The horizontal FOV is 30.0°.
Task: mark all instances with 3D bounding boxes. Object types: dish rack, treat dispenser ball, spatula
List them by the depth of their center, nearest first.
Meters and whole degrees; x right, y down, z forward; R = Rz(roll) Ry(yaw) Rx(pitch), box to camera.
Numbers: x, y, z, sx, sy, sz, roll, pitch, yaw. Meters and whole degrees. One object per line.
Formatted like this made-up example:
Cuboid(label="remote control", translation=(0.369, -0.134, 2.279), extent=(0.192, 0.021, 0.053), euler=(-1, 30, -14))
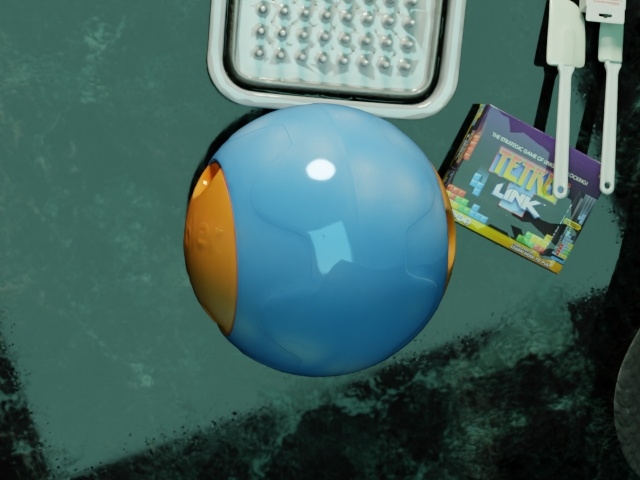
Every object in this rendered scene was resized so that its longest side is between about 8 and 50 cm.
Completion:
Cuboid(label="treat dispenser ball", translation=(0.000, 0.000, 1.265), extent=(0.288, 0.288, 0.288), euler=(-1, 97, -6))
Cuboid(label="dish rack", translation=(0.022, -0.309, 1.338), extent=(0.285, 0.072, 0.333), euler=(4, 97, -7))
Cuboid(label="spatula", translation=(0.343, -0.161, 1.390), extent=(0.168, 0.019, 0.242), euler=(6, 80, -12))

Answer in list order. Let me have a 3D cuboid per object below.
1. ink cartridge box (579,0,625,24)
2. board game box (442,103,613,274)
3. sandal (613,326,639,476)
Cuboid(label="ink cartridge box", translation=(0.327, -0.290, 1.386), extent=(0.048, 0.028, 0.083), euler=(5, 84, -6))
Cuboid(label="board game box", translation=(0.234, -0.060, 1.404), extent=(0.170, 0.048, 0.141), euler=(26, 95, -9))
Cuboid(label="sandal", translation=(0.467, 0.073, 1.397), extent=(0.167, 0.107, 0.446), euler=(16, 97, 31))
